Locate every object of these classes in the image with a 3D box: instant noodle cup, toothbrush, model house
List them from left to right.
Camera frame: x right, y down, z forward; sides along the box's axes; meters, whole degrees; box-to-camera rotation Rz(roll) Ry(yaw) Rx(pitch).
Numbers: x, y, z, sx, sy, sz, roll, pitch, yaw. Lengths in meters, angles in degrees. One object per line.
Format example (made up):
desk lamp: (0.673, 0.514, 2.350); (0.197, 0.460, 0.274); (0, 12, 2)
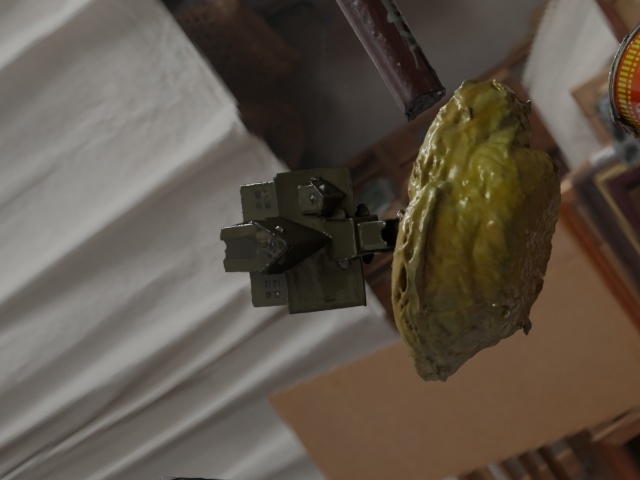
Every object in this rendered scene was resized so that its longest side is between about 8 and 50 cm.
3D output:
toothbrush: (-0.011, -0.250, 0.971); (0.364, 0.041, 0.041); (60, -174, 8)
model house: (0.000, 0.000, 1.927); (0.204, 0.243, 0.211); (-9, -88, -49)
instant noodle cup: (0.542, -0.208, 1.836); (0.193, 0.193, 0.212); (52, 168, -33)

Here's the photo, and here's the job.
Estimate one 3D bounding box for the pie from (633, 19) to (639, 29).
pie: (0.551, -0.357, 2.006); (0.049, 0.182, 0.182); (54, -175, 12)

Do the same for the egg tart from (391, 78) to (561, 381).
egg tart: (0.201, 0.007, 1.610); (0.153, 0.351, 0.339); (14, 149, 23)

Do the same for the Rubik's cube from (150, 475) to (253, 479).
Rubik's cube: (-0.015, 0.340, 0.986); (0.248, 0.250, 0.246); (67, -150, -53)
